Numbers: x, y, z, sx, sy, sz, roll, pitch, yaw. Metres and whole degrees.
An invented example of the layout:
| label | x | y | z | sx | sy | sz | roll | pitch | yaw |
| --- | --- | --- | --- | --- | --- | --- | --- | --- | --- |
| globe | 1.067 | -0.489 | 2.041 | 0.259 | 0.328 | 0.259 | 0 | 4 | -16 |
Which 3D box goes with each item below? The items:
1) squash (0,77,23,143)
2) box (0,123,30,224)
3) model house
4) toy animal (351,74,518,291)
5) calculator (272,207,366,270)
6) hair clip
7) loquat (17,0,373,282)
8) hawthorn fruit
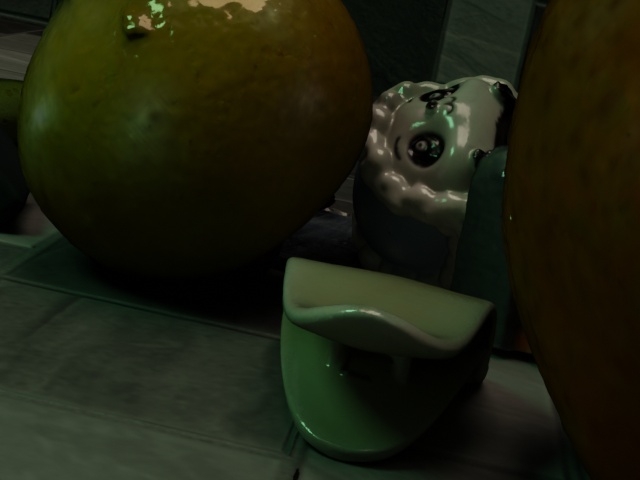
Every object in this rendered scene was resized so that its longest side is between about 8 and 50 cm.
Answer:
| label | x | y | z | sx | sy | sz | roll | pitch | yaw |
| --- | --- | --- | --- | --- | --- | --- | --- | --- | --- |
| squash | -0.419 | -0.156 | 1.585 | 0.094 | 0.094 | 0.341 | 18 | 12 | 29 |
| box | -0.365 | -0.128 | 1.263 | 0.050 | 0.230 | 0.160 | -31 | 16 | 1 |
| model house | 0.310 | 0.037 | 1.141 | 0.271 | 0.190 | 0.301 | 2 | 17 | -40 |
| toy animal | 0.108 | -0.065 | 1.282 | 0.156 | 0.204 | 0.208 | 11 | 51 | 12 |
| calculator | 0.000 | 0.000 | 1.409 | 0.161 | 0.021 | 0.262 | 18 | 15 | 24 |
| hair clip | 0.040 | 0.070 | 0.939 | 0.173 | 0.113 | 0.282 | 13 | 12 | 8 |
| loquat | -0.122 | -0.138 | 1.153 | 0.328 | 0.359 | 0.328 | -29 | 13 | 8 |
| hawthorn fruit | 0.328 | -0.013 | 0.801 | 0.472 | 0.471 | 0.472 | 11 | 13 | -2 |
